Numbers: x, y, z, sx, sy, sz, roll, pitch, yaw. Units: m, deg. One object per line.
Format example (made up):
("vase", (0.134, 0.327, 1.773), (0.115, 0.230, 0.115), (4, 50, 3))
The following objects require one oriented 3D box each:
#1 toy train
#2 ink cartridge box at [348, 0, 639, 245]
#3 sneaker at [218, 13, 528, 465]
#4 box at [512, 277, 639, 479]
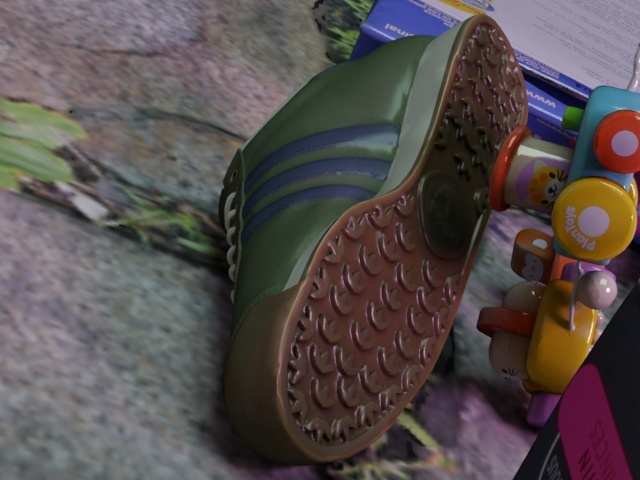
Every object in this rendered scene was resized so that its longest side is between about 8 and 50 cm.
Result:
("toy train", (0.082, -0.009, 0.556), (0.046, 0.166, 0.125), (13, 51, 9))
("ink cartridge box", (0.122, -0.087, 0.790), (0.185, 0.065, 0.311), (28, 25, 2))
("sneaker", (0.000, 0.000, 0.542), (0.064, 0.086, 0.192), (57, 43, -29))
("box", (0.167, 0.141, 0.351), (0.270, 0.143, 0.165), (18, 28, -15))
